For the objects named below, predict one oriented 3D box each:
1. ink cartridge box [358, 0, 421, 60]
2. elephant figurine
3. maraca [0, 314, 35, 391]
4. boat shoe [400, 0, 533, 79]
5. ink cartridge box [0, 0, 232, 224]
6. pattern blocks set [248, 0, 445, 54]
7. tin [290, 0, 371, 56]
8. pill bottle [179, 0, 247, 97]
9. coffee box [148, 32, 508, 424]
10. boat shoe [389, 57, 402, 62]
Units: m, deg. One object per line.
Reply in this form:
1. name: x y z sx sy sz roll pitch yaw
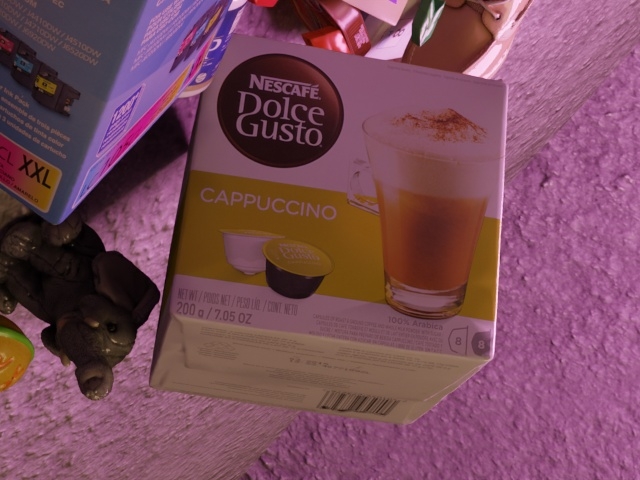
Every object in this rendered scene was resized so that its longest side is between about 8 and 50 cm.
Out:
1. ink cartridge box: 0.198 -0.393 1.673 0.385 0.091 0.308 -19 150 -53
2. elephant figurine: -0.274 0.089 1.460 0.186 0.239 0.169 -34 161 -33
3. maraca: -0.417 0.127 1.471 0.127 0.099 0.185 -20 151 8
4. boat shoe: 0.209 -0.315 1.556 0.341 0.122 0.110 -54 164 -10
5. ink cartridge box: -0.145 -0.238 0.950 0.270 0.151 0.395 -57 179 -44
6. pattern blocks set: 0.051 -0.330 1.369 0.325 0.026 0.285 27 94 -49
7. tin: 0.008 -0.272 1.491 0.040 0.106 0.189 -51 165 -4
8. pill bottle: -0.130 -0.242 1.215 0.112 0.112 0.186 -29 157 -43
9. coffee box: 0.000 0.000 1.437 0.338 0.338 0.334 118 -20 -68
10. boat shoe: 0.059 -0.205 1.803 0.285 0.103 0.092 -36 167 -15
